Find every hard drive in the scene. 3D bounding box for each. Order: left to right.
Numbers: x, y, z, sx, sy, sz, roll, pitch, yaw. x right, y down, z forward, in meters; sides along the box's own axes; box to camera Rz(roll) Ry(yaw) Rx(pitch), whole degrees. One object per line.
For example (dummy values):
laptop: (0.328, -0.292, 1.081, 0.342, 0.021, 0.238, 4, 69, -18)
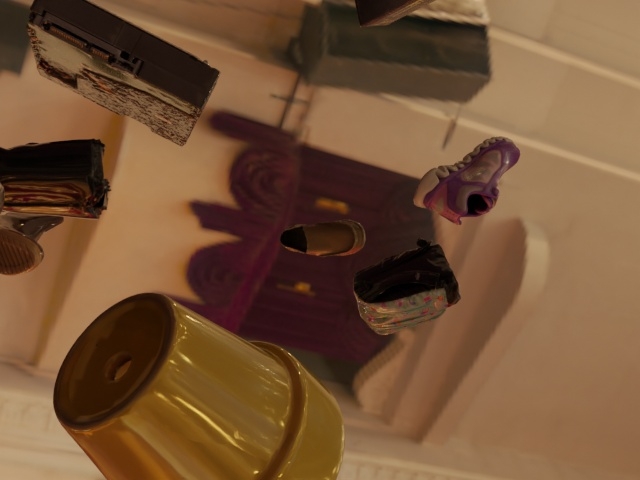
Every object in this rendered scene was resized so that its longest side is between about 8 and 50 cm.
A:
hard drive: (-0.261, -0.223, 1.507, 0.064, 0.236, 0.339, -65, -172, -7)

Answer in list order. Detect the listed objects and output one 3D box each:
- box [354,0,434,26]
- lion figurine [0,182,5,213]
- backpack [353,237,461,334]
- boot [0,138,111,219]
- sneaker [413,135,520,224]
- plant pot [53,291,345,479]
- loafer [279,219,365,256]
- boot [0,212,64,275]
box: (0.125, -0.441, 1.720, 0.232, 0.059, 0.183, -12, -91, 58)
lion figurine: (-0.364, -0.184, 0.925, 0.142, 0.240, 0.392, 124, -27, -80)
backpack: (0.153, 0.091, 2.072, 0.152, 0.182, 0.115, -110, 180, -58)
boot: (-0.340, -0.099, 1.239, 0.246, 0.207, 0.094, 91, -3, -61)
sneaker: (0.270, -0.094, 1.951, 0.104, 0.236, 0.095, 41, -39, 25)
plant pot: (-0.141, 0.188, 1.199, 0.254, 0.239, 0.254, -25, -140, 23)
loafer: (0.000, 0.000, 1.713, 0.148, 0.050, 0.056, -6, -84, 36)
boot: (-0.553, -0.016, 2.130, 0.248, 0.207, 0.090, 6, -66, 34)
